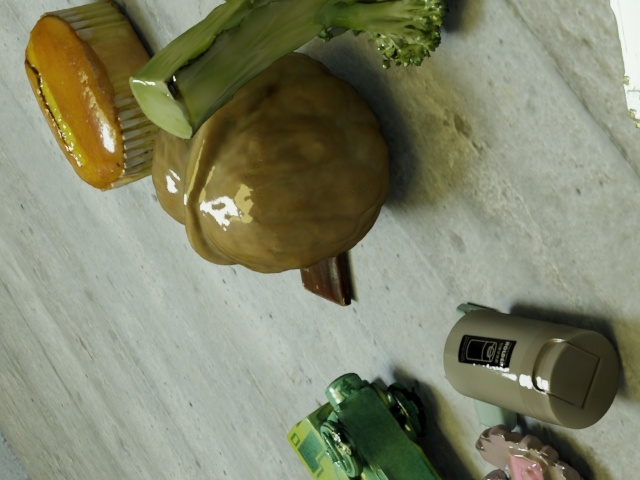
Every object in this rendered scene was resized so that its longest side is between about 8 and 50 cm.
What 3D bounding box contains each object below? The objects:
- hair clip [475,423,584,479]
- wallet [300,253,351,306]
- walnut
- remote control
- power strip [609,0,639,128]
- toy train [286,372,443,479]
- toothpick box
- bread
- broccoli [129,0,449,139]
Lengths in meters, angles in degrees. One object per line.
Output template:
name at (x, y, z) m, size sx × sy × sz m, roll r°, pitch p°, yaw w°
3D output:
hair clip at (0.266, 0.366, 1.691) m, size 0.173 × 0.069 × 0.300 m, roll 15°, pitch 117°, yaw 43°
wallet at (0.000, 0.000, 1.870) m, size 0.095 × 0.026 × 0.176 m, roll 19°, pitch 129°, yaw 43°
walnut at (-0.061, -0.092, 1.666) m, size 0.296 × 0.285 × 0.285 m, roll 33°, pitch 138°, yaw 32°
remote control at (0.201, 0.157, 1.678) m, size 0.061 × 0.029 × 0.162 m, roll 10°, pitch 122°, yaw 52°
power strip at (0.302, -0.177, 1.270) m, size 0.047 × 0.030 × 0.191 m, roll 10°, pitch 121°, yaw 52°
toy train at (0.113, 0.357, 1.862) m, size 0.369 × 0.150 × 0.237 m, roll 56°, pitch 157°, yaw 13°
toothpick box at (0.235, 0.141, 1.535) m, size 0.180 × 0.111 × 0.111 m, roll 10°, pitch 121°, yaw 56°
bread at (-0.342, -0.221, 2.098) m, size 0.204 × 0.156 × 0.288 m, roll -26°, pitch 89°, yaw 57°
broccoli at (-0.026, -0.234, 1.433) m, size 0.221 × 0.361 × 0.252 m, roll 41°, pitch -179°, yaw 22°
